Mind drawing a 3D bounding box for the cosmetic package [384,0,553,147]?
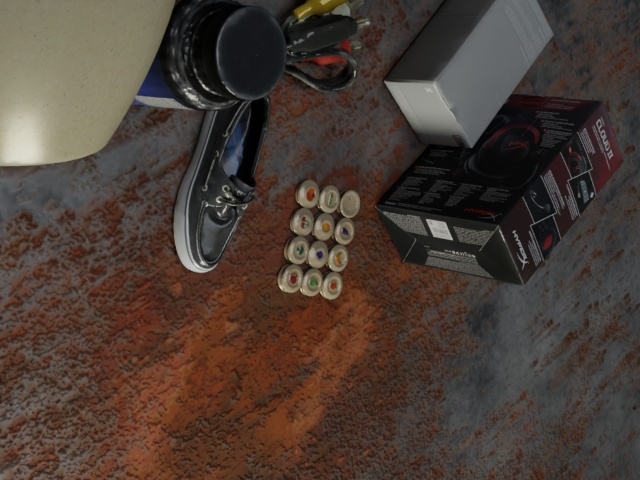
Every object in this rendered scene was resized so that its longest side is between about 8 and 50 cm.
[{"bbox_3d":[0.206,-0.251,1.720,0.238,0.107,0.127,-49,127,-23],"label":"cosmetic package"}]

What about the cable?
[{"bbox_3d":[-0.053,-0.234,1.527,0.287,0.072,0.139,-18,126,-28],"label":"cable"}]

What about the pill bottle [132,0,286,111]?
[{"bbox_3d":[-0.141,-0.198,1.314,0.122,0.219,0.123,-9,103,-42],"label":"pill bottle"}]

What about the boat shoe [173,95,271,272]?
[{"bbox_3d":[-0.105,-0.072,1.468,0.080,0.076,0.229,22,81,-43],"label":"boat shoe"}]

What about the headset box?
[{"bbox_3d":[0.253,-0.088,1.708,0.293,0.218,0.110,-47,127,-28],"label":"headset box"}]

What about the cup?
[{"bbox_3d":[-0.278,-0.201,1.129,0.331,0.331,0.237,-14,115,-41],"label":"cup"}]

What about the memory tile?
[{"bbox_3d":[0.000,0.000,1.624,0.113,0.012,0.148,13,87,-44],"label":"memory tile"}]
